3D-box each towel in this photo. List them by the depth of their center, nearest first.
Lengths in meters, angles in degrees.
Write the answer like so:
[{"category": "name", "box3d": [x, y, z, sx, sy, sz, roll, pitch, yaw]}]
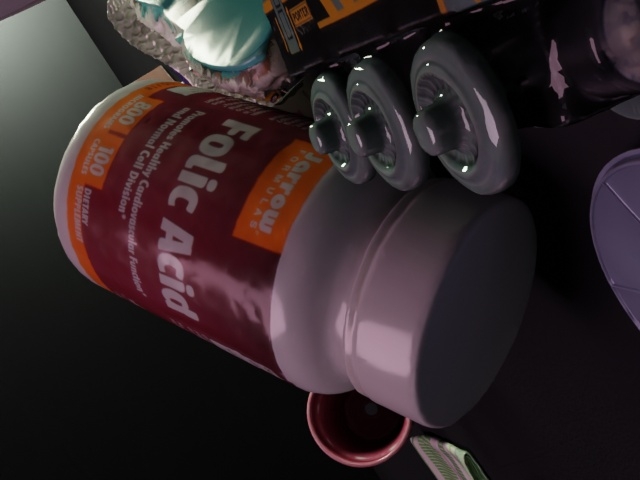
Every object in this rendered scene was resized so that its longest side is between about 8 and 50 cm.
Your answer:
[{"category": "towel", "box3d": [0.287, 0.487, 1.571, 0.247, 0.038, 0.325, 56, 169, -1]}]

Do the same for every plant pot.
[{"category": "plant pot", "box3d": [0.091, 0.336, 1.611, 0.201, 0.201, 0.180, 52, -176, 16]}]

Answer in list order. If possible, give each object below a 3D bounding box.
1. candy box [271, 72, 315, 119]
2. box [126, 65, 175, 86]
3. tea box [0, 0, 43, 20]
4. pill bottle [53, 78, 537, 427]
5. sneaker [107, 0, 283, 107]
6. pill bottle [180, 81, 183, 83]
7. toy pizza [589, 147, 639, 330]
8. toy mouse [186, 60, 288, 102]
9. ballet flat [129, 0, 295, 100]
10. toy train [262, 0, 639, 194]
[{"category": "candy box", "box3d": [-0.002, -0.085, 0.948, 0.159, 0.071, 0.233, 46, 169, -3]}, {"category": "box", "box3d": [-0.272, -0.173, 1.731, 0.381, 0.143, 0.191, 51, 169, 30]}, {"category": "tea box", "box3d": [-0.218, -0.364, 0.512, 0.329, 0.220, 0.323, -113, -1, -51]}, {"category": "pill bottle", "box3d": [-0.030, 0.000, 0.727, 0.392, 0.224, 0.224, 20, 150, 33]}, {"category": "sneaker", "box3d": [-0.142, -0.243, 1.093, 0.293, 0.102, 0.146, 46, -163, -19]}, {"category": "pill bottle", "box3d": [-0.181, -0.174, 1.307, 0.146, 0.146, 0.264, 55, 169, -1]}, {"category": "toy pizza", "box3d": [0.230, 0.030, 0.452, 0.201, 0.032, 0.201, 53, 169, 15]}, {"category": "toy mouse", "box3d": [-0.109, -0.212, 0.967, 0.143, 0.161, 0.031, 42, 120, 29]}, {"category": "ballet flat", "box3d": [-0.079, -0.231, 0.830, 0.409, 0.147, 0.147, 46, 166, 51]}, {"category": "toy train", "box3d": [0.058, -0.134, 0.452, 0.190, 0.142, 0.334, 67, 167, -12]}]
